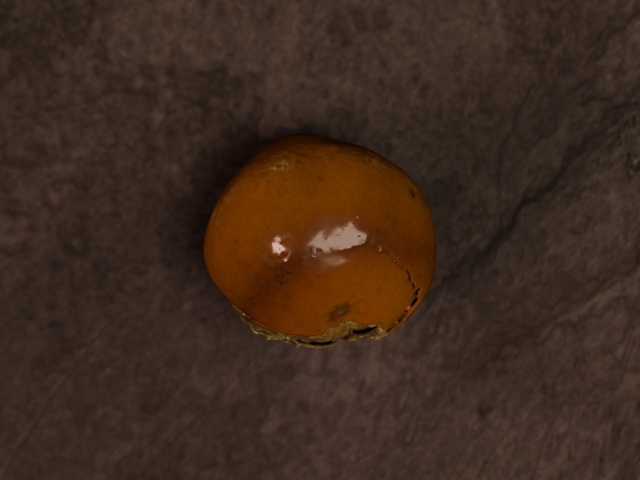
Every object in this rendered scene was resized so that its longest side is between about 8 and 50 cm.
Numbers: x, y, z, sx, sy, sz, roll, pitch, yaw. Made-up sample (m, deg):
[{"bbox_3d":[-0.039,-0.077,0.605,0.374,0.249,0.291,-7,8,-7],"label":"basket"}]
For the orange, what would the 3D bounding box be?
[{"bbox_3d":[0.000,0.000,1.313,0.156,0.134,0.156,-4,145,-3],"label":"orange"}]
